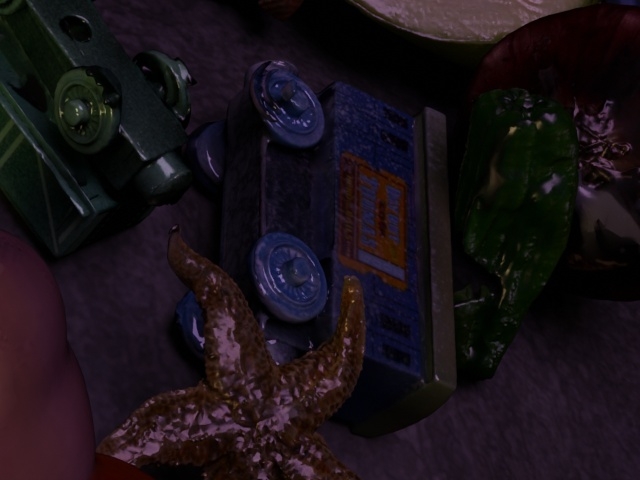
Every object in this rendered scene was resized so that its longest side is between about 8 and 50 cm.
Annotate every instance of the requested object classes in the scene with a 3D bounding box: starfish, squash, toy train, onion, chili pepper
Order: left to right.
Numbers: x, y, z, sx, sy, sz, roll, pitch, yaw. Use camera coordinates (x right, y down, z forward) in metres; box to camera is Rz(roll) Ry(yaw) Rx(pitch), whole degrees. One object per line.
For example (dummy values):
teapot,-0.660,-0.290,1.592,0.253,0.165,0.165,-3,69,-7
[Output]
toy train,-0.189,-0.122,0.990,0.115,0.154,0.269,-30,80,-44
starfish,-0.042,0.123,0.883,0.236,0.062,0.277,-36,93,-28
toy train,0.000,0.000,1.071,0.202,0.131,0.299,23,51,-29
squash,0.131,-0.262,1.270,0.260,0.189,0.189,20,45,-55
chili pepper,0.149,-0.002,1.109,0.099,0.253,0.083,2,24,-19
onion,0.263,-0.074,1.234,0.285,0.273,0.273,11,49,-62

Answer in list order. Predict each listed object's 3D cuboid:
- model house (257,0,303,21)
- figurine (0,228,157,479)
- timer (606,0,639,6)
model house,-0.059,-0.264,1.241,0.148,0.119,0.148,-4,85,-64
figurine,-0.240,0.109,0.754,0.270,0.211,0.261,-24,117,-18
timer,0.415,-0.193,1.482,0.395,0.173,0.395,20,48,-24
